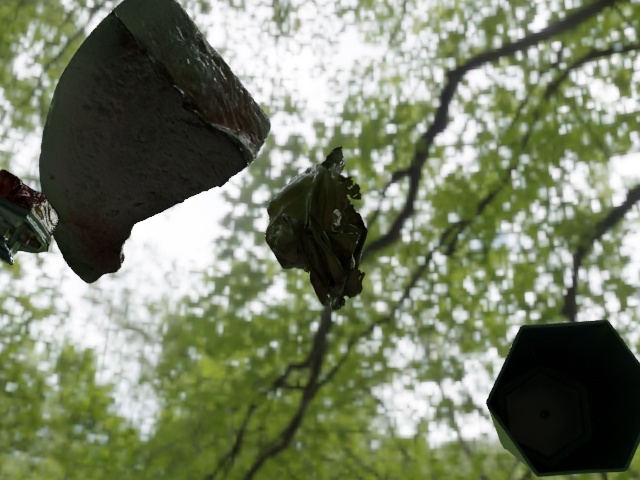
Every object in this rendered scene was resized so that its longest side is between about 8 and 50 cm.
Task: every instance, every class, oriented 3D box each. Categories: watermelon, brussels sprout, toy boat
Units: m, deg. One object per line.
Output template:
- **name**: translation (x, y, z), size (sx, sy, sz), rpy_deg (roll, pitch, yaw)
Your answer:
- **watermelon**: translation (-0.143, -0.105, 1.190), size (0.213, 0.289, 0.320), rpy_deg (23, -71, 24)
- **brussels sprout**: translation (0.000, 0.000, 0.629), size (0.058, 0.085, 0.085), rpy_deg (-19, -35, -1)
- **toy boat**: translation (-0.251, -0.014, 0.906), size (0.069, 0.059, 0.173), rpy_deg (30, -11, -4)

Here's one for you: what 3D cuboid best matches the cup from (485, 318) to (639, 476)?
- **cup**: translation (0.226, 0.164, 1.076), size (0.134, 0.148, 0.236), rpy_deg (28, -11, 12)
